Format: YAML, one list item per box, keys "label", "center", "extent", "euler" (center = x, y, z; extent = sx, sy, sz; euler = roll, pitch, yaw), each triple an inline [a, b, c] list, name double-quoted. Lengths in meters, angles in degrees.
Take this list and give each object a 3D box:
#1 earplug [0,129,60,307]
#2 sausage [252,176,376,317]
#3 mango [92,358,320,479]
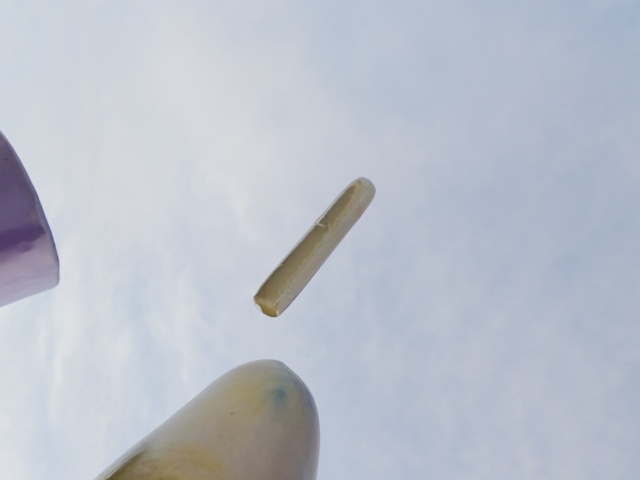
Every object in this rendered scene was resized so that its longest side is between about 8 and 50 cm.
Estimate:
- label: "earplug"
  center: [-0.529, 0.039, 0.887]
  extent: [0.215, 0.455, 0.215]
  euler: [40, -37, 38]
- label: "sausage"
  center: [0.000, 0.000, 0.562]
  extent: [0.024, 0.024, 0.132]
  euler: [-2, -141, 45]
- label: "mango"
  center: [-0.096, 0.221, 0.636]
  extent: [0.173, 0.317, 0.211]
  euler: [31, -53, 4]
